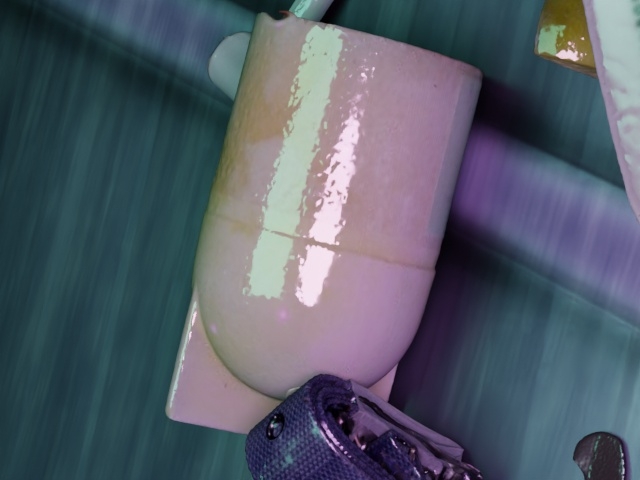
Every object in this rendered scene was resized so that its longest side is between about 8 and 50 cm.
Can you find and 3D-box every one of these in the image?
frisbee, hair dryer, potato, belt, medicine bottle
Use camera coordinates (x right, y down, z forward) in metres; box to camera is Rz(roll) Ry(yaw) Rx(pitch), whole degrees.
[{"bbox_3d":[0.257,0.294,1.709,0.187,0.012,0.211,-49,53,26],"label":"frisbee"},{"bbox_3d":[-0.011,-0.232,2.034,0.131,0.073,0.236,43,102,37],"label":"hair dryer"},{"bbox_3d":[0.269,-0.221,1.720,0.081,0.120,0.149,6,87,44],"label":"potato"},{"bbox_3d":[0.050,0.216,1.775,0.126,0.230,0.139,-41,30,29],"label":"belt"},{"bbox_3d":[0.000,0.000,1.850,0.236,0.236,0.406,17,93,43],"label":"medicine bottle"}]

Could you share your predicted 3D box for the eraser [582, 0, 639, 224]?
[{"bbox_3d":[0.341,-0.194,1.586,0.331,0.150,0.331,3,96,33],"label":"eraser"}]
